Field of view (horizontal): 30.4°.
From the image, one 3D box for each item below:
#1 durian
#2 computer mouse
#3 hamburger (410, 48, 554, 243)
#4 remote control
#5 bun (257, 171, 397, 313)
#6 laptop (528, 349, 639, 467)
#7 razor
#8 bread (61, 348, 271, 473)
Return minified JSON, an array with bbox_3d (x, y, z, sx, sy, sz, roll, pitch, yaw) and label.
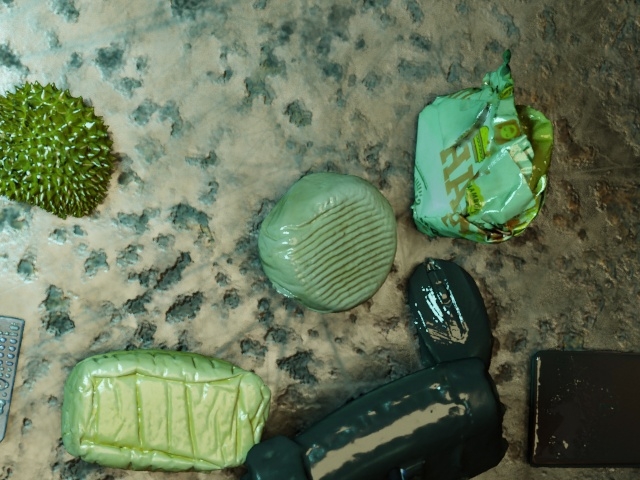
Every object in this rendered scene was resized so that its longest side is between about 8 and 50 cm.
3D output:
[{"bbox_3d":[-0.334,-0.114,1.347,0.208,0.102,0.146,22,91,-8],"label":"durian"},{"bbox_3d":[0.164,0.104,1.473,0.099,0.057,0.172,-19,93,-4],"label":"computer mouse"},{"bbox_3d":[0.202,-0.106,1.409,0.125,0.214,0.235,22,80,-23],"label":"hamburger"},{"bbox_3d":[-0.378,0.165,1.373,0.044,0.027,0.152,9,86,-6],"label":"remote control"},{"bbox_3d":[0.000,0.000,1.410,0.173,0.113,0.166,5,94,-35],"label":"bun"},{"bbox_3d":[0.370,0.220,1.537,0.207,0.026,0.153,2,87,-13],"label":"laptop"},{"bbox_3d":[0.065,0.259,1.397,0.327,0.107,0.189,-23,137,-14],"label":"razor"},{"bbox_3d":[-0.181,0.198,1.373,0.236,0.106,0.140,6,88,-13],"label":"bread"}]
